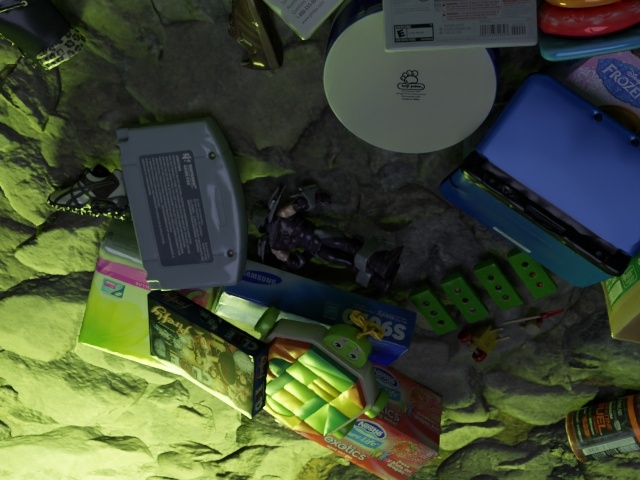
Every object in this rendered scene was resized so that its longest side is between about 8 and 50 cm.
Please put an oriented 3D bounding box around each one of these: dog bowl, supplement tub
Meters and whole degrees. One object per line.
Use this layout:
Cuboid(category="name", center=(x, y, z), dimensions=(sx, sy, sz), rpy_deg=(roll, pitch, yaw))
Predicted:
Cuboid(category="dog bowl", center=(0.138, -0.264, 1.705), dimensions=(0.265, 0.104, 0.265), rpy_deg=(5, 133, 6))
Cuboid(category="supplement tub", center=(0.583, 0.358, 2.188), dimensions=(0.198, 0.106, 0.106), rpy_deg=(-21, 125, 26))

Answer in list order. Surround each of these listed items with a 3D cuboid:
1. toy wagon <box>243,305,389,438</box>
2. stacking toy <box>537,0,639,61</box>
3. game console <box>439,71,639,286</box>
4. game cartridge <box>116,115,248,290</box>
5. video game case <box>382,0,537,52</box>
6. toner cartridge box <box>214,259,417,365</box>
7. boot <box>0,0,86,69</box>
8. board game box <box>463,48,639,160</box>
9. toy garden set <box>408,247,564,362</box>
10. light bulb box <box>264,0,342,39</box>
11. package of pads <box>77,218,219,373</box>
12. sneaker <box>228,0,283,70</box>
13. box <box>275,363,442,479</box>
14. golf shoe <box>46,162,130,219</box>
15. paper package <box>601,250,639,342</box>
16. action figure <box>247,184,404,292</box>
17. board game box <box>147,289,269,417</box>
Cuboid(category="toy wagon", center=(-0.009, 0.225, 1.986), dimensions=(0.267, 0.068, 0.344), rpy_deg=(37, 141, -7))
Cuboid(category="stacking toy", center=(0.359, -0.407, 1.525), dimensions=(0.165, 0.175, 0.302), rpy_deg=(-9, 116, 11))
Cuboid(category="game console", center=(0.367, -0.085, 1.742), dimensions=(0.293, 0.173, 0.250), rpy_deg=(35, 167, -2))
Cuboid(category="game cartridge", center=(-0.227, -0.061, 1.928), dimensions=(0.196, 0.060, 0.294), rpy_deg=(-3, 108, 18))
Cuboid(category="video game case", center=(0.191, -0.362, 1.566), dimensions=(0.212, 0.023, 0.193), rpy_deg=(-2, 92, 3))
Cuboid(category="toner cartridge box", center=(-0.012, 0.133, 2.072), dimensions=(0.348, 0.075, 0.165), rpy_deg=(18, 159, -6))
Cuboid(category="boot", center=(-0.503, -0.333, 1.777), dimensions=(0.236, 0.085, 0.178), rpy_deg=(-19, 128, 25))
Cuboid(category="board game box", center=(0.448, -0.145, 1.781), dimensions=(0.318, 0.066, 0.318), rpy_deg=(34, 129, -20))
Cuboid(category="toy garden set", center=(0.318, 0.113, 2.056), dimensions=(0.244, 0.049, 0.204), rpy_deg=(-24, 122, 27))
Cuboid(category="light bulb box", center=(-0.009, -0.515, 1.376), dimensions=(0.361, 0.225, 0.358), rpy_deg=(43, 127, -9))
Cuboid(category="package of pads", center=(-0.317, 0.110, 2.134), dimensions=(0.229, 0.101, 0.296), rpy_deg=(19, 133, -5))
Cuboid(category="sneaker", center=(-0.114, -0.335, 1.714), dimensions=(0.071, 0.066, 0.188), rpy_deg=(-5, 130, 16))
Cuboid(category="box", center=(0.081, 0.330, 2.226), dimensions=(0.300, 0.154, 0.142), rpy_deg=(31, 128, -16))
Cuboid(category="golf shoe", center=(-0.403, -0.089, 1.992), dimensions=(0.198, 0.094, 0.077), rpy_deg=(6, 178, 37))
Cuboid(category="paper package", center=(0.642, 0.024, 1.772), dimensions=(0.309, 0.168, 0.325), rpy_deg=(11, 140, -20))
Cuboid(category="action figure", center=(0.000, 0.000, 1.979), dimensions=(0.285, 0.099, 0.185), rpy_deg=(23, 140, 9))
Cuboid(category="board game box", center=(-0.203, 0.197, 2.021), dimensions=(0.243, 0.042, 0.165), rpy_deg=(27, 137, 23))
